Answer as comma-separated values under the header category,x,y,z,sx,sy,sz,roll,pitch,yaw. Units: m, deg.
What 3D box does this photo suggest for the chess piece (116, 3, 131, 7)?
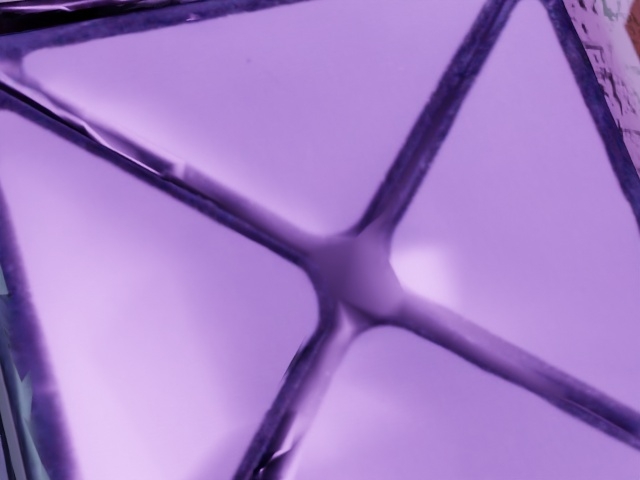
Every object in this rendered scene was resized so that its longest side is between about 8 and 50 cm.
category,x,y,z,sx,sy,sz,roll,pitch,yaw
chess piece,-0.044,-0.243,0.672,0.139,0.124,0.307,25,90,52

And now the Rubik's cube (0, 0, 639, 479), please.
category,x,y,z,sx,sy,sz,roll,pitch,yaw
Rubik's cube,-0.016,0.066,0.734,0.305,0.307,0.310,116,139,-66
